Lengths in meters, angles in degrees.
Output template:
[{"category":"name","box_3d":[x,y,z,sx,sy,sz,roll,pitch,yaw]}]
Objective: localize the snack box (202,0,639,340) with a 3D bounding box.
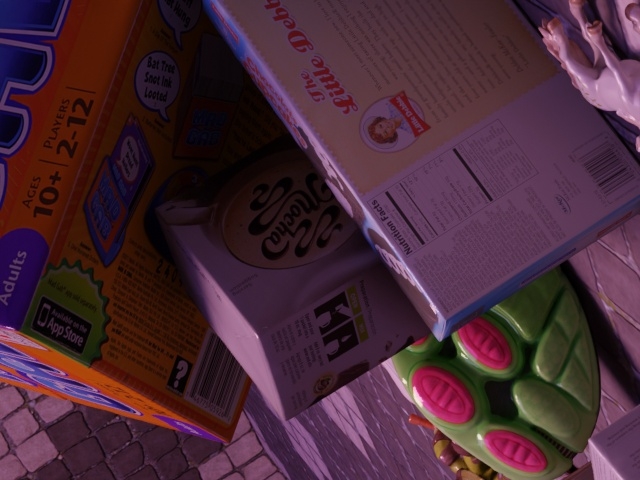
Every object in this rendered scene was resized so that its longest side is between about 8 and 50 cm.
[{"category":"snack box","box_3d":[0.074,-0.108,1.399,0.322,0.187,0.060,55,169,15]}]

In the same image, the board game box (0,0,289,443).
[{"category":"board game box","box_3d":[-0.244,-0.072,1.632,0.356,0.356,0.356,12,166,28]}]

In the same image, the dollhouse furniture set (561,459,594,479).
[{"category":"dollhouse furniture set","box_3d":[0.278,0.398,1.720,0.362,0.256,0.394,56,169,8]}]

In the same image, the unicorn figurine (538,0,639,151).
[{"category":"unicorn figurine","box_3d":[0.199,-0.100,1.239,0.111,0.060,0.162,62,-175,-23]}]

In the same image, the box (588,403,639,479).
[{"category":"box","box_3d":[0.281,0.183,1.514,0.087,0.101,0.102,50,168,34]}]

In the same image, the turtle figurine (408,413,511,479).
[{"category":"turtle figurine","box_3d":[0.184,0.262,2.152,0.269,0.087,0.217,42,162,25]}]

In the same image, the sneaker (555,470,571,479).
[{"category":"sneaker","box_3d":[0.254,0.253,1.992,0.067,0.042,0.118,52,171,11]}]

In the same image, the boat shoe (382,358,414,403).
[{"category":"boat shoe","box_3d":[0.086,0.112,2.203,0.184,0.066,0.063,56,142,36]}]

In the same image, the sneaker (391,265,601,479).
[{"category":"sneaker","box_3d":[0.108,0.019,1.765,0.483,0.185,0.202,54,-171,28]}]

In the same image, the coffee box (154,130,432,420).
[{"category":"coffee box","box_3d":[0.046,-0.016,1.488,0.168,0.297,0.119,50,164,39]}]
